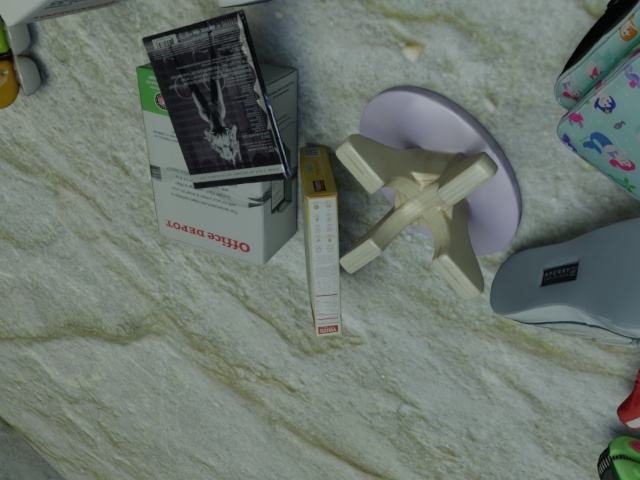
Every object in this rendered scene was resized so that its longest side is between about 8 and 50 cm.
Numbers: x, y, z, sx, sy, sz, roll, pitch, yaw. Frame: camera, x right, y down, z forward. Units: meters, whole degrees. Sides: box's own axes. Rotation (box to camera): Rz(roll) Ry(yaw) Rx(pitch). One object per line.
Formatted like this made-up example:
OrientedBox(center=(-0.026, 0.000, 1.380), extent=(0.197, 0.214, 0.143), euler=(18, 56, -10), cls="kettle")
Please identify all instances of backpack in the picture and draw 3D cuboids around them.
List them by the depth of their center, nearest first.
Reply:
OrientedBox(center=(0.379, -0.135, 0.581), extent=(0.254, 0.191, 0.225), euler=(34, 163, 1), cls="backpack")

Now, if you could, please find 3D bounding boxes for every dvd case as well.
OrientedBox(center=(-0.139, -0.180, 0.822), extent=(0.165, 0.018, 0.221), euler=(-3, 114, 30), cls="dvd case")

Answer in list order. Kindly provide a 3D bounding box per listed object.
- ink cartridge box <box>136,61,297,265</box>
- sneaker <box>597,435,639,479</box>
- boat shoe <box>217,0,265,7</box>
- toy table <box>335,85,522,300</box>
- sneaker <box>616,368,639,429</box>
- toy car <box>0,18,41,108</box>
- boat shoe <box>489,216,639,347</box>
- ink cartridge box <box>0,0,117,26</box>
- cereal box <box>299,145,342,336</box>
OrientedBox(center=(-0.153, -0.128, 0.952), extent=(0.211, 0.121, 0.289), euler=(16, 125, 21), cls="ink cartridge box")
OrientedBox(center=(0.524, 0.512, 0.917), extent=(0.202, 0.185, 0.482), euler=(-22, 105, 34), cls="sneaker")
OrientedBox(center=(-0.025, -0.362, 0.762), extent=(0.258, 0.095, 0.084), euler=(-10, 109, 23), cls="boat shoe")
OrientedBox(center=(0.137, -0.061, 0.801), extent=(0.274, 0.161, 0.252), euler=(39, 131, 2), cls="toy table")
OrientedBox(center=(0.446, 0.147, 0.813), extent=(0.128, 0.087, 0.221), euler=(40, 119, 14), cls="sneaker")
OrientedBox(center=(-0.605, -0.336, 1.093), extent=(0.136, 0.159, 0.181), euler=(46, 144, 49), cls="toy car")
OrientedBox(center=(0.362, 0.073, 0.706), extent=(0.157, 0.135, 0.367), euler=(23, 164, -14), cls="boat shoe")
OrientedBox(center=(-0.292, -0.404, 0.806), extent=(0.283, 0.207, 0.117), euler=(-12, 110, 36), cls="ink cartridge box")
OrientedBox(center=(0.000, 0.000, 0.915), extent=(0.048, 0.173, 0.240), euler=(-5, 122, -3), cls="cereal box")
